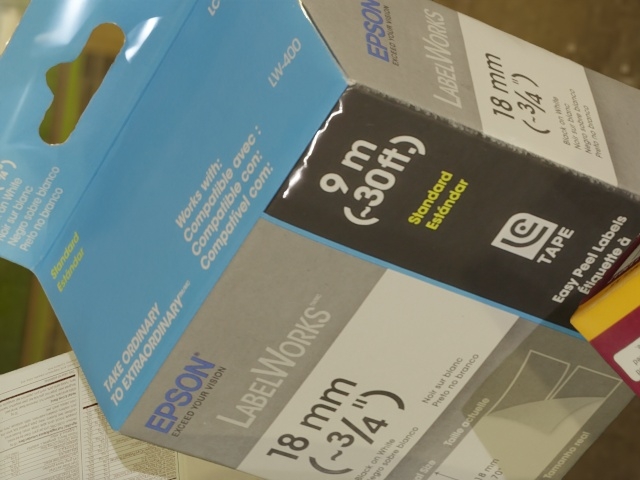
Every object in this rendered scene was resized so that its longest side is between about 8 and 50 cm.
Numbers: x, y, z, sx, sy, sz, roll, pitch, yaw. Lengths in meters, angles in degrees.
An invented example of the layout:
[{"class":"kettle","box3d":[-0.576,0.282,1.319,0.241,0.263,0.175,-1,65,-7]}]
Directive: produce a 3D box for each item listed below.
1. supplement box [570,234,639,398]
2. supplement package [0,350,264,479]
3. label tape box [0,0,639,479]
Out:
[{"class":"supplement box","box3d":[0.194,0.054,0.684,0.104,0.188,0.081,-43,-1,44]},{"class":"supplement package","box3d":[-0.087,0.184,1.244,0.149,0.194,0.203,-20,62,27]},{"class":"label tape box","box3d":[0.000,0.000,0.949,0.240,0.334,0.106,-55,25,34]}]
